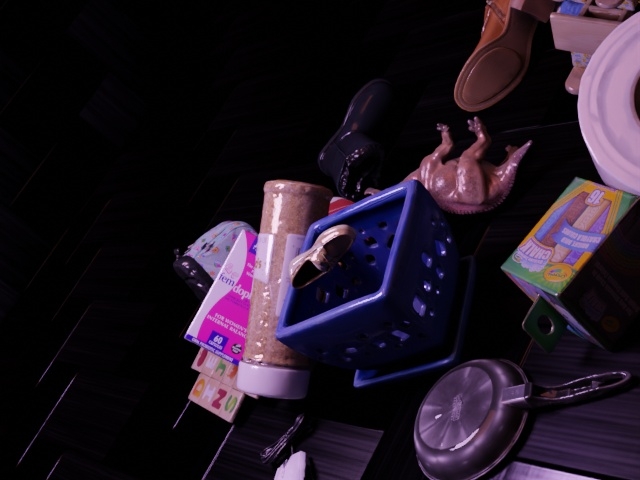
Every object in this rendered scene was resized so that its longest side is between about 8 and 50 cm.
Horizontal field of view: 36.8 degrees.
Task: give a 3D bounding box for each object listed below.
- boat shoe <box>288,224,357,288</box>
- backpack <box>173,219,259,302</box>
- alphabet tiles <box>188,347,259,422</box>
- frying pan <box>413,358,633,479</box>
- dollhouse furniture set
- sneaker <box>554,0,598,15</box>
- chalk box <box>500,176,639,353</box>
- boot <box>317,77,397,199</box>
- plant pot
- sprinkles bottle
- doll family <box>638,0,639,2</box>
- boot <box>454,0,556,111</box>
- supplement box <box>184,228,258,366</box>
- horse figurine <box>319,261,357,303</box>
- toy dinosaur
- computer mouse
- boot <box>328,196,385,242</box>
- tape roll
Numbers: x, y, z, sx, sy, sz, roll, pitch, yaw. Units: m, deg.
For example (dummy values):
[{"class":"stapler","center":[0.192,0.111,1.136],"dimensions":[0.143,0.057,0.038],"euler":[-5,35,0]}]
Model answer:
[{"class":"boat shoe","center":[0.004,0.028,1.410],"dimensions":[0.135,0.050,0.045],"euler":[-42,30,35]},{"class":"backpack","center":[-0.209,0.040,2.078],"dimensions":[0.182,0.152,0.115],"euler":[-45,30,-22]},{"class":"alphabet tiles","center":[-0.152,0.195,1.845],"dimensions":[0.342,0.011,0.285],"euler":[5,68,63]},{"class":"frying pan","center":[0.236,0.238,1.268],"dimensions":[0.326,0.053,0.197],"euler":[-6,50,57]},{"class":"dollhouse furniture set","center":[0.455,-0.280,1.444],"dimensions":[0.242,0.212,0.161],"euler":[18,65,32]},{"class":"sneaker","center":[0.476,-0.413,1.742],"dimensions":[0.084,0.058,0.152],"euler":[-30,29,25]},{"class":"chalk box","center":[0.342,0.046,1.262],"dimensions":[0.213,0.132,0.132],"euler":[-48,28,-3]},{"class":"boot","center":[0.100,-0.208,1.977],"dimensions":[0.246,0.094,0.207],"euler":[-53,23,6]},{"class":"plant pot","center":[0.102,0.085,1.472],"dimensions":[0.236,0.212,0.236],"euler":[-23,36,40]},{"class":"sprinkles bottle","center":[-0.058,0.082,1.614],"dimensions":[0.121,0.121,0.356],"euler":[3,85,57]},{"class":"doll family","center":[0.553,-0.421,1.625],"dimensions":[0.111,0.076,0.193],"euler":[-27,37,27]},{"class":"boot","center":[0.336,-0.391,1.872],"dimensions":[0.284,0.109,0.220],"euler":[-63,13,13]},{"class":"supplement box","center":[-0.138,0.106,1.728],"dimensions":[0.220,0.111,0.114],"euler":[-63,-7,-7]},{"class":"horse figurine","center":[0.016,0.119,1.712],"dimensions":[0.174,0.066,0.263],"euler":[-54,28,-16]},{"class":"toy dinosaur","center":[0.230,-0.086,1.619],"dimensions":[0.295,0.127,0.200],"euler":[-3,57,38]},{"class":"computer mouse","center":[-0.047,0.363,1.513],"dimensions":[0.106,0.042,0.193],"euler":[-41,28,13]},{"class":"boot","center":[0.000,0.000,1.811],"dimensions":[0.244,0.088,0.176],"euler":[-33,25,-21]},{"class":"tape roll","center":[0.480,-0.167,1.230],"dimensions":[0.286,0.100,0.286],"euler":[-9,68,22]}]
